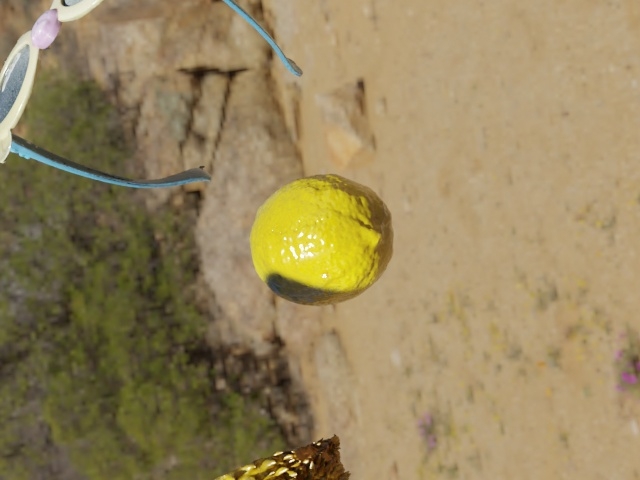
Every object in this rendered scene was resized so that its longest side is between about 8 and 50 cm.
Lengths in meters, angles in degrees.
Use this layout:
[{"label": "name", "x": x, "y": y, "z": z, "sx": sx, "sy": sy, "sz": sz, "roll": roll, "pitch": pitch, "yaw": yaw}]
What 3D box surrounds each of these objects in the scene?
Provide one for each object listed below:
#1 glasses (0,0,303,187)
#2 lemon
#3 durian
[{"label": "glasses", "x": -0.134, "y": -0.128, "z": 0.952, "sx": 0.088, "sy": 0.189, "sz": 0.220, "roll": 49, "pitch": -163, "yaw": 30}, {"label": "lemon", "x": 0.001, "y": -0.001, "z": 1.665, "sx": 0.193, "sy": 0.181, "sz": 0.180, "roll": 151, "pitch": 112, "yaw": -66}, {"label": "durian", "x": -0.073, "y": 0.339, "z": 1.466, "sx": 0.138, "sy": 0.250, "sz": 0.183, "roll": 65, "pitch": -164, "yaw": 17}]
